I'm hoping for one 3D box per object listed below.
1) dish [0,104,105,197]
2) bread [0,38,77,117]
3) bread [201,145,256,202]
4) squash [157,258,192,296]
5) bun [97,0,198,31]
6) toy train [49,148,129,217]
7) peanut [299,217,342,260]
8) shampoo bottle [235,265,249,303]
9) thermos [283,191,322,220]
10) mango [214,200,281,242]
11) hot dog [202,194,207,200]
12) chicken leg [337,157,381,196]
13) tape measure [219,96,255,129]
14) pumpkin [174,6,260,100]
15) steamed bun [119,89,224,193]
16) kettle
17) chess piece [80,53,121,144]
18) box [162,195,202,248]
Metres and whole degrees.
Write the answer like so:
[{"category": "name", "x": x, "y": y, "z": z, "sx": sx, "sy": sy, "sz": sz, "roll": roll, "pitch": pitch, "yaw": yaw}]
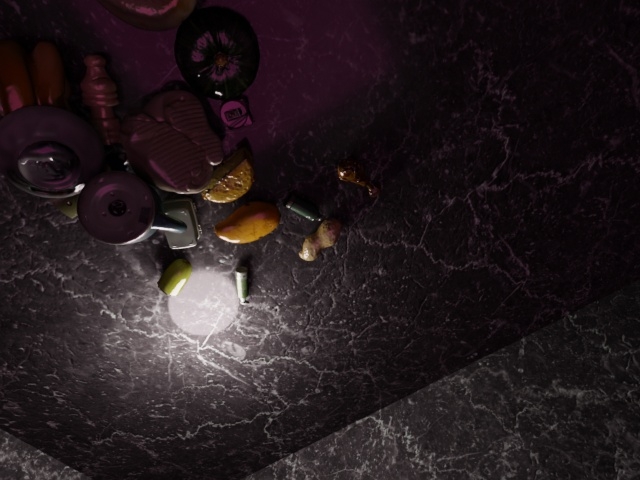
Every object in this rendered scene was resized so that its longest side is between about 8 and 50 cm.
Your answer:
[{"category": "dish", "x": -0.881, "y": -0.261, "z": 1.355, "sx": 0.324, "sy": 0.124, "sz": 0.324, "roll": -16, "pitch": 132, "yaw": -18}, {"category": "bread", "x": -1.008, "y": -0.470, "z": 1.456, "sx": 0.245, "sy": 0.329, "sz": 0.424, "roll": -28, "pitch": 133, "yaw": -44}, {"category": "bread", "x": -0.362, "y": -0.252, "z": 1.722, "sx": 0.260, "sy": 0.160, "sz": 0.147, "roll": -40, "pitch": 125, "yaw": 7}, {"category": "squash", "x": -0.669, "y": 0.159, "z": 1.928, "sx": 0.123, "sy": 0.123, "sz": 0.187, "roll": 28, "pitch": 108, "yaw": -24}, {"category": "bun", "x": -0.538, "y": -0.834, "z": 1.294, "sx": 0.365, "sy": 0.219, "sz": 0.365, "roll": -1, "pitch": 95, "yaw": -7}, {"category": "toy train", "x": -0.883, "y": -0.233, "z": 1.605, "sx": 0.299, "sy": 0.202, "sz": 0.131, "roll": -31, "pitch": 123, "yaw": 6}, {"category": "peanut", "x": 0.000, "y": 0.000, "z": 1.966, "sx": 0.263, "sy": 0.101, "sz": 0.117, "roll": -41, "pitch": 99, "yaw": 14}, {"category": "shampoo bottle", "x": -0.383, "y": 0.227, "z": 2.050, "sx": 0.065, "sy": 0.065, "sz": 0.204, "roll": -2, "pitch": 120, "yaw": -9}, {"category": "thermos", "x": -0.074, "y": -0.148, "z": 1.889, "sx": 0.187, "sy": 0.083, "sz": 0.073, "roll": 28, "pitch": 133, "yaw": -25}, {"category": "mango", "x": -0.319, "y": -0.081, "z": 1.851, "sx": 0.295, "sy": 0.120, "sz": 0.177, "roll": -19, "pitch": 129, "yaw": 3}, {"category": "hot dog", "x": -0.492, "y": -0.211, "z": 1.797, "sx": 0.037, "sy": 0.021, "sz": 0.083, "roll": 4, "pitch": 118, "yaw": -11}, {"category": "chicken leg", "x": 0.177, "y": -0.279, "z": 1.855, "sx": 0.107, "sy": 0.087, "sz": 0.251, "roll": -34, "pitch": 129, "yaw": 31}, {"category": "tape measure", "x": -0.331, "y": -0.499, "z": 1.627, "sx": 0.125, "sy": 0.074, "sz": 0.118, "roll": -22, "pitch": 121, "yaw": 0}, {"category": "pumpkin", "x": -0.361, "y": -0.652, "z": 1.460, "sx": 0.300, "sy": 0.207, "sz": 0.300, "roll": -14, "pitch": 127, "yaw": -19}, {"category": "steamed bun", "x": -0.560, "y": -0.338, "z": 1.561, "sx": 0.342, "sy": 0.255, "sz": 0.368, "roll": -38, "pitch": 105, "yaw": -35}, {"category": "kettle", "x": -0.660, "y": -0.092, "z": 1.533, "sx": 0.319, "sy": 0.342, "sz": 0.247, "roll": 21, "pitch": 86, "yaw": -6}, {"category": "chess piece", "x": -0.809, "y": -0.513, "z": 1.516, "sx": 0.138, "sy": 0.124, "sz": 0.307, "roll": 13, "pitch": 118, "yaw": 19}, {"category": "box", "x": -0.603, "y": -0.077, "z": 1.791, "sx": 0.148, "sy": 0.129, "sz": 0.210, "roll": -8, "pitch": 120, "yaw": -7}]
